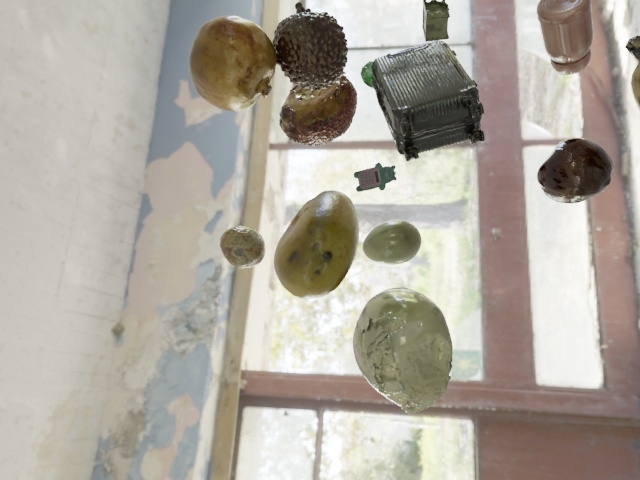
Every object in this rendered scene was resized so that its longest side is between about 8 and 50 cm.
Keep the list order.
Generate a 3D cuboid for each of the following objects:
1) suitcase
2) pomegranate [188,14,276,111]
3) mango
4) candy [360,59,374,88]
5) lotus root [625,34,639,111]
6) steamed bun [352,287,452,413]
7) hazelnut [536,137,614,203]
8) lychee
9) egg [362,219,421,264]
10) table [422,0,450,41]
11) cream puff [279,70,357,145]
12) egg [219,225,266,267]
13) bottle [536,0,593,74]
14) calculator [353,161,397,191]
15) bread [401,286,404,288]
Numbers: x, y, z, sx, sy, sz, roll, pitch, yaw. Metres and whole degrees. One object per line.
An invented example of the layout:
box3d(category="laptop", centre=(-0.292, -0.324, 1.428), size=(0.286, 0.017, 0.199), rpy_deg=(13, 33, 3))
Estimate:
box3d(category="suitcase", centre=(0.231, -0.313, 1.278), size=(0.312, 0.202, 0.128), rpy_deg=(-101, -5, -46))
box3d(category="pomegranate", centre=(-0.219, -0.444, 1.461), size=(0.248, 0.248, 0.249), rpy_deg=(1, -90, -82))
box3d(category="mango", centre=(0.000, 0.000, 1.531), size=(0.253, 0.182, 0.365), rpy_deg=(-45, 14, 34))
box3d(category="candy", centre=(0.283, -0.534, 2.012), size=(0.097, 0.323, 0.097), rpy_deg=(-50, -19, -24))
box3d(category="lotus root", centre=(0.977, -0.456, 1.639), size=(0.310, 0.182, 0.183), rpy_deg=(54, -163, -9))
box3d(category="steamed bun", centre=(0.210, 0.305, 1.651), size=(0.312, 0.232, 0.334), rpy_deg=(-154, 62, -69))
box3d(category="hazelnut", centre=(0.818, -0.210, 1.847), size=(0.234, 0.218, 0.218), rpy_deg=(-47, -29, -23))
box3d(category="lychee", centre=(-0.028, -0.513, 1.512), size=(0.200, 0.200, 0.239), rpy_deg=(-8, -95, -81))
box3d(category="egg", centre=(0.302, 0.011, 2.432), size=(0.188, 0.253, 0.189), rpy_deg=(165, 90, -86))
box3d(category="table", centre=(0.296, -0.569, 1.474), size=(0.083, 0.062, 0.079), rpy_deg=(79, -173, -48))
box3d(category="cream puff", centre=(-0.002, -0.501, 2.264), size=(0.351, 0.350, 0.229), rpy_deg=(-81, -30, -44))
box3d(category="egg", centre=(-0.352, 0.032, 2.632), size=(0.233, 0.194, 0.195), rpy_deg=(38, -131, -48))
box3d(category="bottle", centre=(0.884, -0.748, 2.057), size=(0.297, 0.173, 0.207), rpy_deg=(49, -141, -46))
box3d(category="calculator", centre=(0.177, -0.203, 1.853), size=(0.019, 0.141, 0.094), rpy_deg=(20, -120, -70))
box3d(category="bread", centre=(0.223, 0.220, 1.895), size=(0.074, 0.139, 0.084), rpy_deg=(55, -158, -52))
